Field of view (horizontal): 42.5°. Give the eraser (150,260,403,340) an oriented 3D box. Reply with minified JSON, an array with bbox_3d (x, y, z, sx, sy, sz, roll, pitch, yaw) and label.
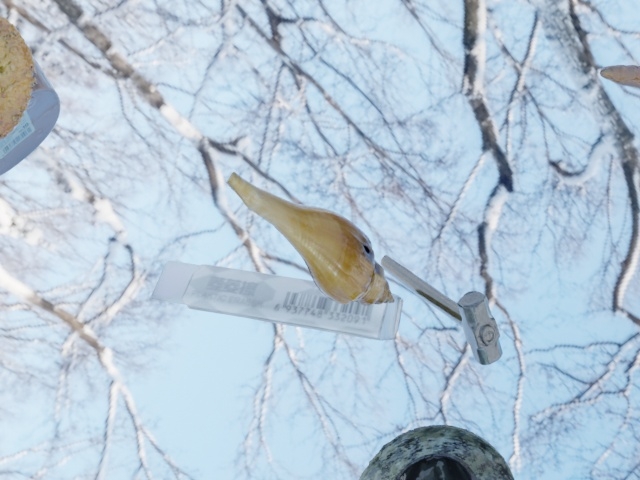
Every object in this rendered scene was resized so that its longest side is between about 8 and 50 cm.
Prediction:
[{"bbox_3d":[-0.067,0.103,1.426,0.396,0.213,0.082,8,-95,14],"label":"eraser"}]

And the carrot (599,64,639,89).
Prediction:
[{"bbox_3d":[0.502,-0.174,0.999,0.069,0.336,0.069,-167,-90,-90],"label":"carrot"}]

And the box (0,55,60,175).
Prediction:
[{"bbox_3d":[-0.634,-0.259,1.511,0.301,0.216,0.301,-46,179,-1],"label":"box"}]

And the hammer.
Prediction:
[{"bbox_3d":[0.187,0.092,1.406,0.043,0.111,0.365,-27,-156,-13],"label":"hammer"}]

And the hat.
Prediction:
[{"bbox_3d":[0.172,0.390,1.250,0.265,0.265,0.128,-45,-179,6],"label":"hat"}]

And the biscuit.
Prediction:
[{"bbox_3d":[-0.586,-0.260,1.313,0.254,0.254,0.035,-55,-172,-6],"label":"biscuit"}]

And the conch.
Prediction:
[{"bbox_3d":[0.004,-0.001,1.102,0.093,0.330,0.109,-12,-132,36],"label":"conch"}]
